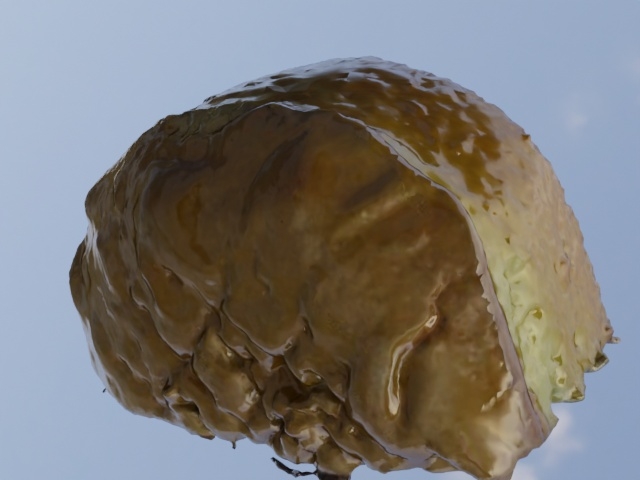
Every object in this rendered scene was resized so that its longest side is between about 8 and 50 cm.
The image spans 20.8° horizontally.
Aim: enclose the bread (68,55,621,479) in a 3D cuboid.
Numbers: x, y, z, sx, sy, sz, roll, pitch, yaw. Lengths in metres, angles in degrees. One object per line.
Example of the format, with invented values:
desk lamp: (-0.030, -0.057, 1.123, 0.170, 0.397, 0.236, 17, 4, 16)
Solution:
bread: (0.000, 0.000, 0.700, 0.229, 0.143, 0.139, 7, -65, 36)
